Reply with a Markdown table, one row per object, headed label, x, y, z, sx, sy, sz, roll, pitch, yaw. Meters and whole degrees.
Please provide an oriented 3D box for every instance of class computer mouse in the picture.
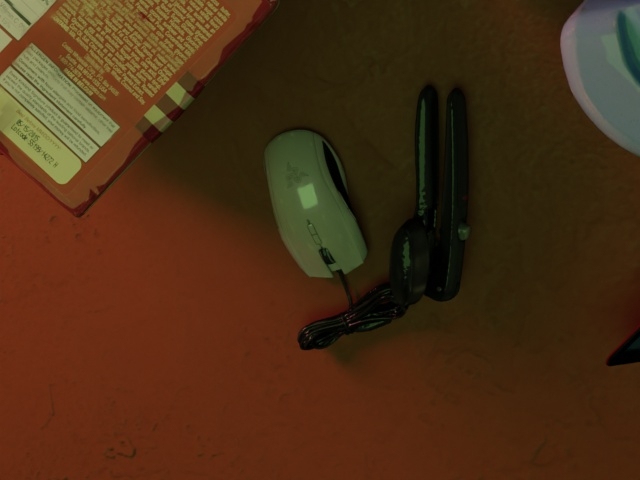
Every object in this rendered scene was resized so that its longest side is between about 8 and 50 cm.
| label | x | y | z | sx | sy | sz | roll | pitch | yaw |
| --- | --- | --- | --- | --- | --- | --- | --- | --- | --- |
| computer mouse | 0.000 | 0.000 | 1.496 | 0.106 | 0.042 | 0.193 | -17 | 108 | 19 |

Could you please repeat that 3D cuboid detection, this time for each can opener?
| label | x | y | z | sx | sy | sz | roll | pitch | yaw |
| --- | --- | --- | --- | --- | --- | --- | --- | --- | --- |
| can opener | 0.099 | -0.036 | 1.454 | 0.059 | 0.073 | 0.186 | 12 | 105 | 16 |

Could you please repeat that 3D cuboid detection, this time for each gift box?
| label | x | y | z | sx | sy | sz | roll | pitch | yaw |
| --- | --- | --- | --- | --- | --- | --- | --- | --- | --- |
| gift box | -0.200 | -0.184 | 1.339 | 0.276 | 0.258 | 0.255 | -41 | 101 | 9 |

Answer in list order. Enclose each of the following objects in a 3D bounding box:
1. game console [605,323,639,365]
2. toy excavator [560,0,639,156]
| label | x | y | z | sx | sy | sz | roll | pitch | yaw |
| --- | --- | --- | --- | --- | --- | --- | --- | --- | --- |
| game console | 0.325 | 0.074 | 1.435 | 0.124 | 0.085 | 0.144 | 39 | 115 | -5 |
| toy excavator | 0.222 | -0.206 | 1.288 | 0.445 | 0.222 | 0.433 | -8 | 109 | 24 |
